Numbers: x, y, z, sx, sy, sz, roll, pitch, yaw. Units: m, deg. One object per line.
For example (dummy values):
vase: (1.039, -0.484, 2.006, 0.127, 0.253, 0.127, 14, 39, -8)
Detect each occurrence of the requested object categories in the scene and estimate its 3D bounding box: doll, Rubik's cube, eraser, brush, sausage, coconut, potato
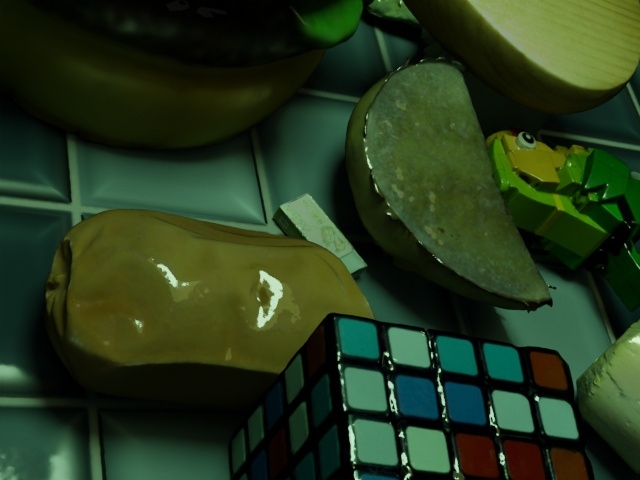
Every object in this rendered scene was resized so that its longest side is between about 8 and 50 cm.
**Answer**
doll: (0.227, -0.033, 1.045, 0.186, 0.106, 0.134, 30, 45, -7)
Rubik's cube: (0.057, 0.177, 0.731, 0.187, 0.184, 0.182, 12, 50, -24)
eraser: (0.000, 0.000, 0.948, 0.038, 0.019, 0.083, -26, 72, -42)
brush: (0.158, -0.205, 1.062, 0.266, 0.166, 0.174, 18, 70, -28)
sausage: (-0.072, 0.051, 0.797, 0.241, 0.120, 0.136, 13, 57, -22)
coconut: (0.286, 0.134, 0.946, 0.122, 0.116, 0.116, 46, 46, 16)
potato: (0.088, -0.030, 0.971, 0.138, 0.098, 0.243, -9, 70, -28)

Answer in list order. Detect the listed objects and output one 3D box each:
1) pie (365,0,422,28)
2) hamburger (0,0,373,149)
pie: (0.070, -0.353, 1.231, 0.306, 0.071, 0.306, 16, 48, -18)
hamburger: (-0.124, -0.284, 0.919, 0.395, 0.277, 0.396, 15, 49, -18)
